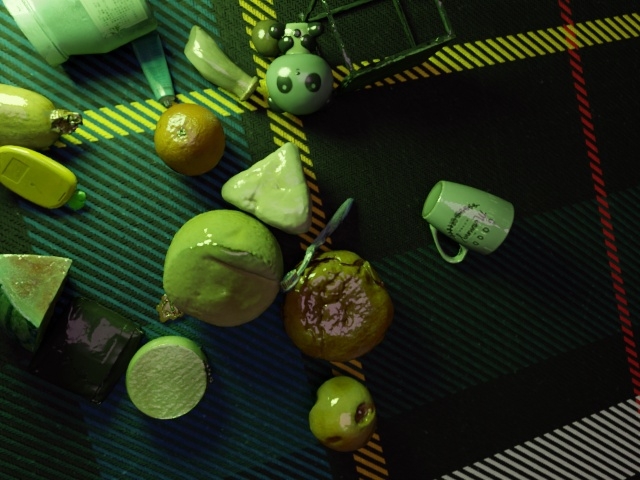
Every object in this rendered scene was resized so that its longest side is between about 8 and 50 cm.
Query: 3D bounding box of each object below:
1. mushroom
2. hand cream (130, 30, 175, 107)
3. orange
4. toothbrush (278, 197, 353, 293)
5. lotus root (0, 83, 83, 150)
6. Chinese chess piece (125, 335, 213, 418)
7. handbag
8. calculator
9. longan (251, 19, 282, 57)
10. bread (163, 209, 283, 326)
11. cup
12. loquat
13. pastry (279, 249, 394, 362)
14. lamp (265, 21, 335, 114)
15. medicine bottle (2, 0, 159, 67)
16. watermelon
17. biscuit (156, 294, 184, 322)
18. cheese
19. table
[{"bbox_3d":[-0.293,-0.497,1.245,0.247,0.108,0.096,39,124,-9],"label":"mushroom"},{"bbox_3d":[-0.469,-0.485,1.235,0.083,0.048,0.224,-19,89,-12],"label":"hand cream"},{"bbox_3d":[-0.354,-0.273,1.182,0.206,0.206,0.206,0,91,-13],"label":"orange"},{"bbox_3d":[0.000,0.000,1.266,0.413,0.035,0.042,-53,138,-37],"label":"toothbrush"},{"bbox_3d":[-0.788,-0.305,1.095,0.342,0.169,0.152,5,45,-12],"label":"lotus root"},{"bbox_3d":[-0.425,0.386,1.237,0.237,0.092,0.238,0,90,-12],"label":"Chinese chess piece"},{"bbox_3d":[-0.636,0.302,1.192,0.223,0.080,0.247,32,85,-12],"label":"handbag"},{"bbox_3d":[-0.730,-0.155,1.136,0.146,0.032,0.235,-40,125,23],"label":"calculator"},{"bbox_3d":[-0.146,-0.589,1.277,0.113,0.092,0.113,5,80,-33],"label":"longan"},{"bbox_3d":[-0.260,0.071,1.198,0.320,0.237,0.321,0,111,0],"label":"bread"},{"bbox_3d":[0.442,-0.051,1.399,0.234,0.186,0.258,23,114,-4],"label":"cup"},{"bbox_3d":[0.060,0.512,1.299,0.213,0.213,0.213,0,91,-13],"label":"loquat"},{"bbox_3d":[0.051,0.199,1.306,0.355,0.164,0.356,-1,93,-15],"label":"pastry"},{"bbox_3d":[-0.060,-0.484,1.243,0.197,0.198,0.244,-8,111,-13],"label":"lamp"},{"bbox_3d":[-0.602,-0.592,1.099,0.290,0.245,0.245,-32,98,-8],"label":"medicine bottle"},{"bbox_3d":[-0.728,0.140,1.114,0.201,0.213,0.262,-26,88,-38],"label":"watermelon"},{"bbox_3d":[-0.430,0.200,1.270,0.092,0.016,0.082,8,89,-11],"label":"biscuit"},{"bbox_3d":[-0.136,-0.114,1.248,0.251,0.173,0.248,-25,88,-12],"label":"cheese"},{"bbox_3d":[0.158,-0.629,1.280,0.335,0.222,0.272,-25,98,-12],"label":"table"}]
